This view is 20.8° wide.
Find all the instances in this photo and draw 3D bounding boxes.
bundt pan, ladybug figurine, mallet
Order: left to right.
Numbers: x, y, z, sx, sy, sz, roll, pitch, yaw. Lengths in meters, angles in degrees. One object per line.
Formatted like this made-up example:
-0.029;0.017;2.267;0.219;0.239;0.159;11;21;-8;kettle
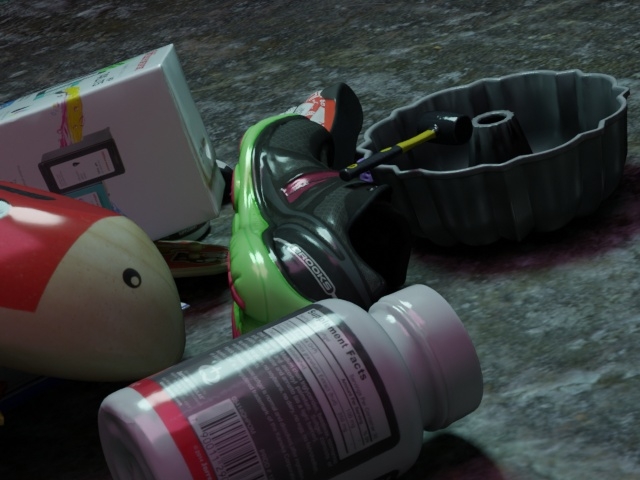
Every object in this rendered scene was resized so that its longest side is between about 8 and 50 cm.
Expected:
-0.344;0.023;1.788;0.449;0.162;0.305;13;6;14;ladybug figurine
0.086;-0.106;1.967;0.189;0.039;0.062;-23;23;-32;mallet
0.216;-0.091;2.087;0.331;0.124;0.331;-12;22;5;bundt pan

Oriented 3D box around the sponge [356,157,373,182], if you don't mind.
0.161;-0.128;2.343;0.210;0.031;0.117;-30;25;-34;sponge

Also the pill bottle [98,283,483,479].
-0.021;0.157;1.544;0.318;0.176;0.176;-23;23;-22;pill bottle

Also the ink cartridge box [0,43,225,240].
-0.273;-0.092;2.098;0.270;0.197;0.198;-19;13;4;ink cartridge box

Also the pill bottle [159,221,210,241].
-0.224;-0.099;2.265;0.117;0.215;0.117;-13;21;5;pill bottle

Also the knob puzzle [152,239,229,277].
-0.179;0.013;2.142;0.213;0.030;0.213;1;11;0;knob puzzle

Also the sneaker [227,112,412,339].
0.000;0.000;1.979;0.202;0.185;0.483;-2;29;-1;sneaker

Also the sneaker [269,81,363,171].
-0.033;-0.101;2.342;0.145;0.090;0.270;-25;27;28;sneaker

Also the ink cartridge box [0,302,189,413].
-0.344;0.130;1.980;0.303;0.072;0.307;-26;26;-31;ink cartridge box

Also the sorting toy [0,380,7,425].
-0.435;0.132;1.696;0.274;0.046;0.132;7;15;1;sorting toy

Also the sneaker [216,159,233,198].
-0.231;-0.113;2.386;0.234;0.084;0.097;6;47;-6;sneaker
